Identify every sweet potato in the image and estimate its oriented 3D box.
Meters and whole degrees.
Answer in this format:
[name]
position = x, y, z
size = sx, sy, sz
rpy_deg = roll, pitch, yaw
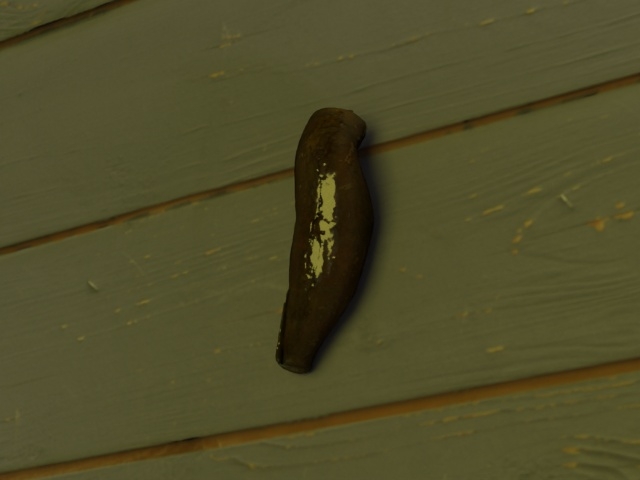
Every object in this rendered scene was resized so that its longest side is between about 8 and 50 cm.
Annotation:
[sweet potato]
position = 0.007, 0.001, 1.844
size = 0.112, 0.085, 0.286
rpy_deg = -178, 94, -70
